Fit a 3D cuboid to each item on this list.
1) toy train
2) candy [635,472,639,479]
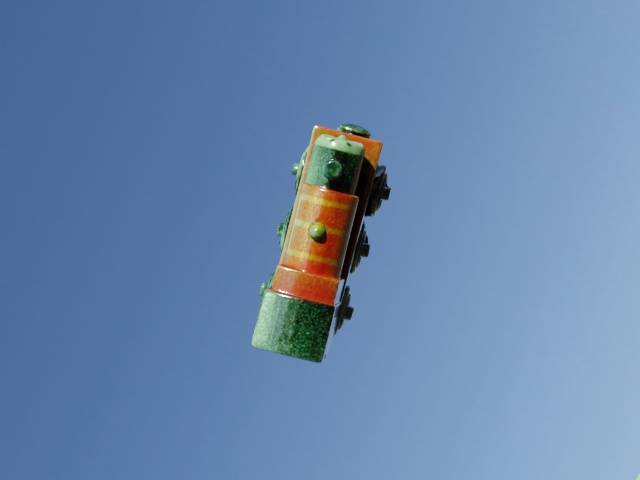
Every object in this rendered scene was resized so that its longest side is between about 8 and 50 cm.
[{"bbox_3d":[0.000,0.000,0.668,0.064,0.044,0.103,1,-76,-83],"label":"toy train"},{"bbox_3d":[0.101,0.047,0.433,0.049,0.055,0.185,-3,-55,-55],"label":"candy"}]
